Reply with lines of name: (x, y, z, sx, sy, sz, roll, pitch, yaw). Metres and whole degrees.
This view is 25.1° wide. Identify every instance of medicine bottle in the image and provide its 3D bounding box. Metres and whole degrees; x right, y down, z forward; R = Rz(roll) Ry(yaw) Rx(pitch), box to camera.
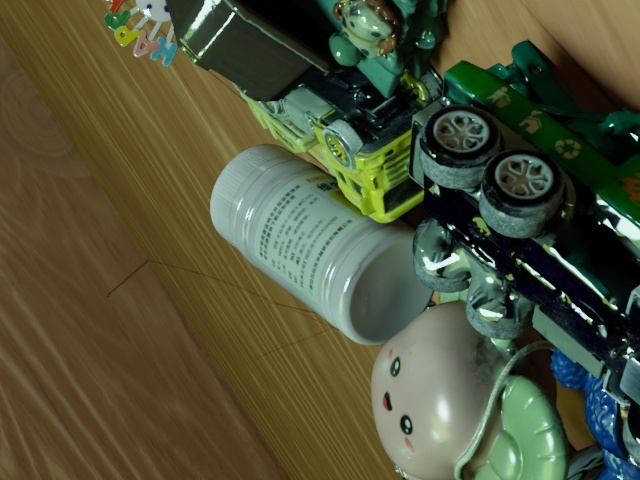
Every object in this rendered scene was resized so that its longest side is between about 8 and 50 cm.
medicine bottle: (0.000, 0.000, 1.525, 0.250, 0.133, 0.133, 34, 156, 44)

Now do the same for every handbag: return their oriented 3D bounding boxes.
handbag: (-0.004, -0.276, 1.242, 0.274, 0.100, 0.268, 51, 164, 13)

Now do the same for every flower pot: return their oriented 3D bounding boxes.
flower pot: (-0.083, -0.224, 1.384, 0.179, 0.084, 0.251, 29, -157, -32)

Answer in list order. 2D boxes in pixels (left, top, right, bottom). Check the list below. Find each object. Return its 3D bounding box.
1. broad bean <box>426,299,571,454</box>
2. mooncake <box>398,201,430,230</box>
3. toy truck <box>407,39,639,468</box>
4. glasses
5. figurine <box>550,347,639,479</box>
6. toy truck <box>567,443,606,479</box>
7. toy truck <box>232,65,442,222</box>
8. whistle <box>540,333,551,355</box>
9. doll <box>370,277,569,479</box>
broad bean: (0.218, 0.190, 1.714, 0.297, 0.043, 0.060, 50, 156, 18)
mooncake: (0.088, -0.021, 1.577, 0.125, 0.073, 0.130, 28, 142, 51)
toy truck: (0.205, -0.003, 1.059, 0.363, 0.178, 0.176, 45, 156, 29)
glasses: (-0.217, -0.324, 1.674, 0.255, 0.162, 0.095, 53, 169, 6)
figurine: (0.282, 0.109, 1.222, 0.164, 0.121, 0.262, 22, 128, 36)
toy truck: (0.275, 0.294, 1.542, 0.124, 0.155, 0.268, 54, 144, 1)
toy truck: (0.023, -0.122, 1.456, 0.272, 0.124, 0.157, 39, 159, 44)
whistle: (0.215, 0.083, 1.504, 0.033, 0.033, 0.176, 39, 159, 45)
doll: (0.168, 0.144, 1.400, 0.268, 0.216, 0.284, 131, 133, -59)
